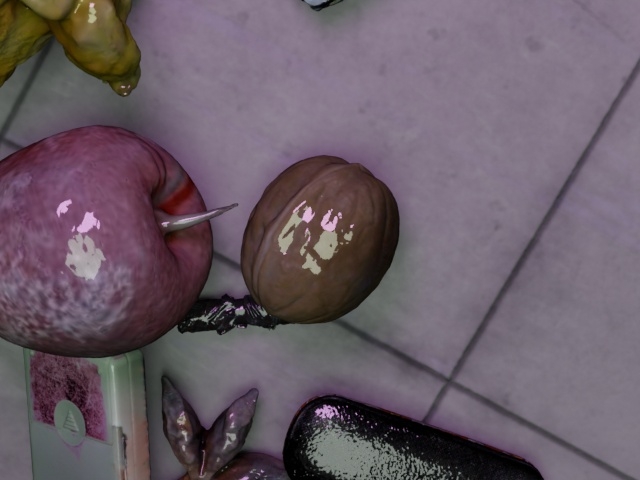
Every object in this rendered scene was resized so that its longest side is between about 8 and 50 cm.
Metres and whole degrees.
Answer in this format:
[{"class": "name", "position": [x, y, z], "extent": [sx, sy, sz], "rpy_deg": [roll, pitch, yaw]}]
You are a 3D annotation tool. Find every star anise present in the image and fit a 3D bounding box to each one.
[{"class": "star anise", "position": [-0.104, 0.240, 1.713], "extent": [0.172, 0.063, 0.208], "rpy_deg": [20, 102, -4]}]

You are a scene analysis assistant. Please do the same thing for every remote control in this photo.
[{"class": "remote control", "position": [-0.222, 0.254, 1.690], "extent": [0.145, 0.050, 0.344], "rpy_deg": [11, 108, 41]}]

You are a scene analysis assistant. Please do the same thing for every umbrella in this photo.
[{"class": "umbrella", "position": [-0.070, 0.069, 1.686], "extent": [0.144, 0.037, 0.040], "rpy_deg": [-7, 136, 4]}]

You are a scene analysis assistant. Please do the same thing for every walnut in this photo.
[{"class": "walnut", "position": [-0.001, 0.000, 1.620], "extent": [0.140, 0.140, 0.162], "rpy_deg": [23, 110, -4]}]

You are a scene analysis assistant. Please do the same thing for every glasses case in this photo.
[{"class": "glasses case", "position": [0.093, 0.230, 1.698], "extent": [0.267, 0.067, 0.103], "rpy_deg": [21, 92, -6]}]

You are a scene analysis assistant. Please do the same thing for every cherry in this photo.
[{"class": "cherry", "position": [-0.208, 0.004, 1.571], "extent": [0.285, 0.236, 0.213], "rpy_deg": [-10, 75, 13]}]

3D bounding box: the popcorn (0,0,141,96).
[{"class": "popcorn", "position": [-0.311, -0.268, 1.493], "extent": [0.279, 0.274, 0.335], "rpy_deg": [-11, 113, 12]}]

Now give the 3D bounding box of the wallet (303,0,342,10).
[{"class": "wallet", "position": [0.047, -0.343, 1.572], "extent": [0.250, 0.075, 0.176], "rpy_deg": [-35, 96, 9]}]
